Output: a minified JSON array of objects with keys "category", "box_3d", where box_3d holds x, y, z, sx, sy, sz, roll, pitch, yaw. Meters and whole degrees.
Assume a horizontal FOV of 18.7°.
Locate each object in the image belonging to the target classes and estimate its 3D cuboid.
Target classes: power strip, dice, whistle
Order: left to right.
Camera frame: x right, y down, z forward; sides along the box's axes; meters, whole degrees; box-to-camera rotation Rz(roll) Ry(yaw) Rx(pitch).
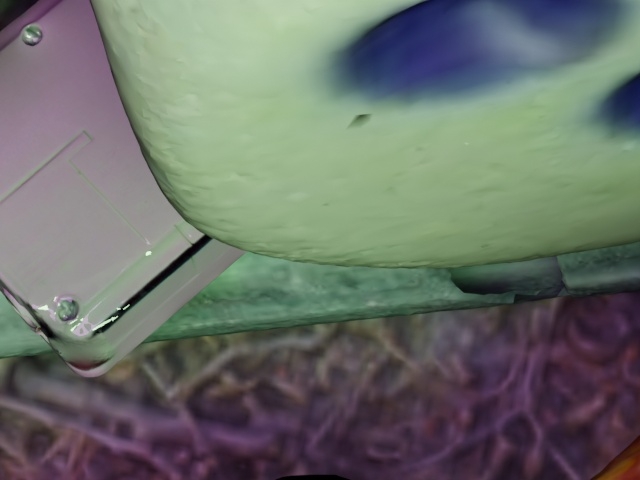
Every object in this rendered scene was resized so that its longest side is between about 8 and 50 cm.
[{"category":"power strip","box_3d":[-0.018,-0.075,0.664,0.279,0.037,0.109,-41,71,-12]},{"category":"whistle","box_3d":[0.000,0.000,0.684,0.312,0.062,0.062,-7,83,15]},{"category":"dice","box_3d":[0.073,-0.176,0.533,0.304,0.277,0.304,-13,71,0]}]

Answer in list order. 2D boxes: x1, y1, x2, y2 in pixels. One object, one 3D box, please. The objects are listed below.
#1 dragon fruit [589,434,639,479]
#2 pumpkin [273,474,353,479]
[{"category":"dragon fruit","box_3d":[0.166,0.124,0.536,0.296,0.263,0.314,13,127,-9]},{"category":"pumpkin","box_3d":[-0.046,0.235,0.619,0.232,0.242,0.325,-4,87,45]}]
